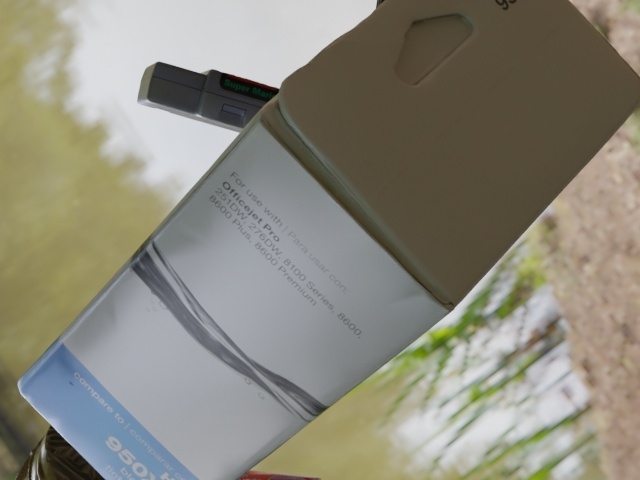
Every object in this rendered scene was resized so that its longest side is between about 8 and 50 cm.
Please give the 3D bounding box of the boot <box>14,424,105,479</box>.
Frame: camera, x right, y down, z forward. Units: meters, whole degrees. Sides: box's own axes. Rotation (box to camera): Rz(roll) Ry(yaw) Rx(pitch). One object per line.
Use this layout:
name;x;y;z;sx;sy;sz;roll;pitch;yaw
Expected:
boot;-0.254;0.270;1.422;0.089;0.269;0.236;33;-168;-6

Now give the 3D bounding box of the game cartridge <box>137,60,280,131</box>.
game cartridge;-0.025;-0.131;1.863;0.355;0.068;0.230;16;177;-10

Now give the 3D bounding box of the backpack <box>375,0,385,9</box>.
backpack;0.101;-0.207;1.612;0.098;0.101;0.120;37;-119;-86

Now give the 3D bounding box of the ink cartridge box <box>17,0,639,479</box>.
ink cartridge box;0.000;0.000;1.151;0.166;0.285;0.395;46;139;0

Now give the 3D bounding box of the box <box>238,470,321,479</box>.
box;-0.089;0.352;1.390;0.142;0.154;0.299;-94;12;-72
